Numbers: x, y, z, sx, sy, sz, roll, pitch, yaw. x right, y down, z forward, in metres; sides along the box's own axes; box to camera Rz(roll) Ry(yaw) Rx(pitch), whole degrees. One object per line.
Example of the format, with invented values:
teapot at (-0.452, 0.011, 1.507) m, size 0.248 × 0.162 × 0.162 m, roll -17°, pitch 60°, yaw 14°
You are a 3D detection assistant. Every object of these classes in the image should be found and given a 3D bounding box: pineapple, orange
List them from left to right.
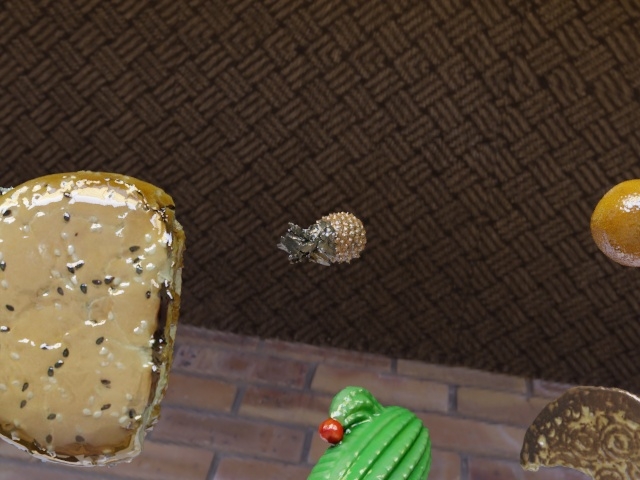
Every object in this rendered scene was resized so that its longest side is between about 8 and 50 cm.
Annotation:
pineapple at (0.000, 0.000, 1.208) m, size 0.074 × 0.159 × 0.074 m, roll 4°, pitch 98°, yaw 31°
orange at (0.280, -0.016, 0.812) m, size 0.085 × 0.085 × 0.085 m, roll 3°, pitch 116°, yaw 6°

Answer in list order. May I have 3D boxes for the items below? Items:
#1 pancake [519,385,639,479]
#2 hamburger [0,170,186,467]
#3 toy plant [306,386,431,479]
pancake at (0.276, 0.227, 0.854) m, size 0.184 × 0.020 × 0.190 m, roll -41°, pitch 61°, yaw 41°
hamburger at (-0.288, 0.086, 1.023) m, size 0.277 × 0.195 × 0.317 m, roll 3°, pitch 82°, yaw 1°
toy plant at (0.042, 0.257, 0.888) m, size 0.088 × 0.240 × 0.154 m, roll -25°, pitch 123°, yaw 37°
